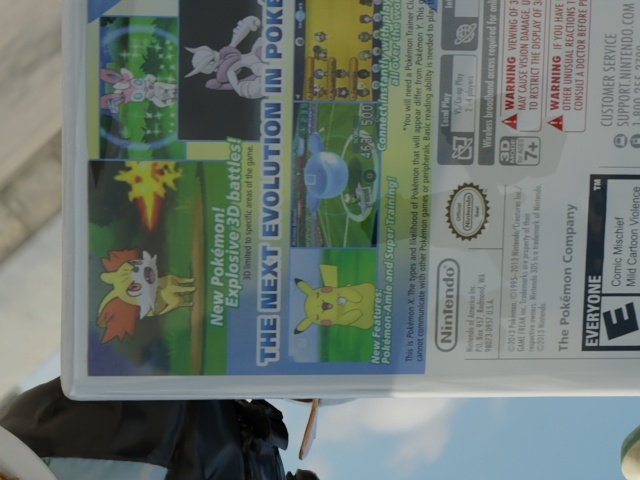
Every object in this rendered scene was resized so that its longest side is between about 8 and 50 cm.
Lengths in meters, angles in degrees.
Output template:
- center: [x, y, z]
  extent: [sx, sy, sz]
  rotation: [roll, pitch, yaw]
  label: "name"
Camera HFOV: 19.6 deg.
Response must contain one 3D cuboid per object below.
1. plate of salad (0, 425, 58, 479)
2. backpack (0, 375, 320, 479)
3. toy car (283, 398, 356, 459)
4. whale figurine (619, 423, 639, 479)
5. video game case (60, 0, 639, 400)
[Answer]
- center: [-0.202, 0.170, 0.842]
  extent: [0.200, 0.200, 0.048]
  rotation: [-42, 170, -4]
  label: "plate of salad"
- center: [-0.122, 0.279, 0.967]
  extent: [0.273, 0.355, 0.290]
  rotation: [-10, 154, 7]
  label: "backpack"
- center: [0.000, 0.000, 1.029]
  extent: [0.210, 0.219, 0.238]
  rotation: [97, -8, -64]
  label: "toy car"
- center: [0.263, 0.067, 1.249]
  extent: [0.216, 0.272, 0.141]
  rotation: [-55, -147, 12]
  label: "whale figurine"
- center: [0.032, -0.089, 0.850]
  extent: [0.300, 0.329, 0.036]
  rotation: [0, -171, -8]
  label: "video game case"
